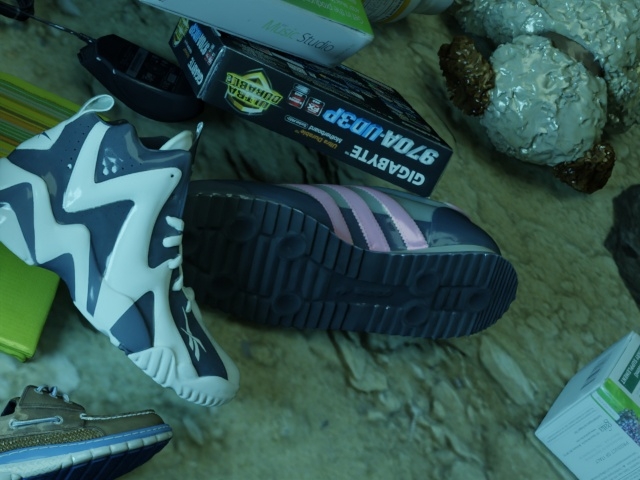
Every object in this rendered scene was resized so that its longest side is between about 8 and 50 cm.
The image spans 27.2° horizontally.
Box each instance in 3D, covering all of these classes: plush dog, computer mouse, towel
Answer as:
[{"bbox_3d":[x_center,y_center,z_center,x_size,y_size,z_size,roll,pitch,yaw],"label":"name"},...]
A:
[{"bbox_3d":[0.244,-0.174,1.336,0.262,0.210,0.225,34,67,-11],"label":"plush dog"},{"bbox_3d":[-0.207,-0.156,1.081,0.242,0.041,0.071,27,27,-7],"label":"computer mouse"},{"bbox_3d":[-0.228,-0.024,0.974,0.102,0.021,0.237,23,47,-16],"label":"towel"}]

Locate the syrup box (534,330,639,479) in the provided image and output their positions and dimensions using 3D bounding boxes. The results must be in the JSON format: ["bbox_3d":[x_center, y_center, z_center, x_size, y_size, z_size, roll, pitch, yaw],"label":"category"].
[{"bbox_3d":[0.310,0.205,1.138,0.237,0.096,0.093,45,43,2],"label":"syrup box"}]

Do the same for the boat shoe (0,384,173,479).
[{"bbox_3d":[-0.181,0.128,0.855,0.183,0.066,0.066,-7,61,-40],"label":"boat shoe"}]

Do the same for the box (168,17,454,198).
[{"bbox_3d":[-0.011,-0.124,1.127,0.220,0.051,0.175,22,16,-22],"label":"box"}]

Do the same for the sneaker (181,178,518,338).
[{"bbox_3d":[0.000,0.000,1.083,0.319,0.112,0.131,13,27,-26],"label":"sneaker"}]

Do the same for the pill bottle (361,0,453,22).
[{"bbox_3d":[0.035,-0.274,1.287,0.208,0.117,0.118,2,57,-36],"label":"pill bottle"}]

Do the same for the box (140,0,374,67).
[{"bbox_3d":[-0.089,-0.309,1.091,0.232,0.058,0.322,11,53,-50],"label":"box"}]

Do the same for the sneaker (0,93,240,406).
[{"bbox_3d":[-0.109,-0.003,0.924,0.235,0.094,0.153,44,86,-11],"label":"sneaker"}]
